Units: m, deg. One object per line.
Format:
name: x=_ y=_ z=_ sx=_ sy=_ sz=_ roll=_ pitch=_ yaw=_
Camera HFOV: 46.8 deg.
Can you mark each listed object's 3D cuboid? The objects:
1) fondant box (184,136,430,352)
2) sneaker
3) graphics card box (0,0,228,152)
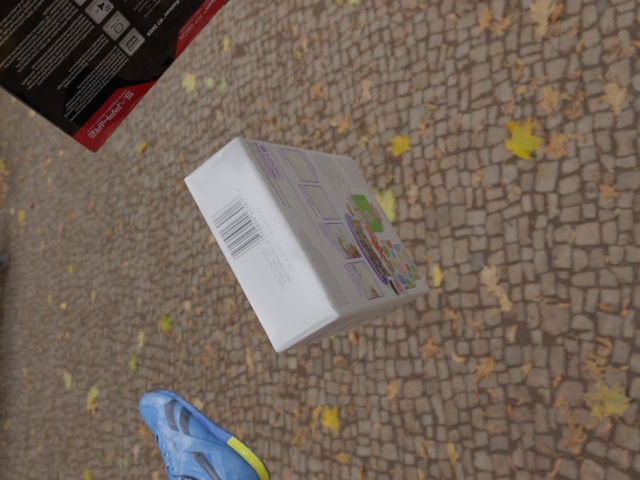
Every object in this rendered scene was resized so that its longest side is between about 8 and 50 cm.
fondant box: x=0.000 y=0.000 z=0.970 sx=0.096 sy=0.330 sz=0.238 roll=-35 pitch=77 yaw=24
sneaker: x=-0.153 y=0.236 z=0.828 sx=0.209 sy=0.082 sz=0.069 roll=24 pitch=142 yaw=37
graphics card box: x=-0.245 y=-0.253 z=0.625 sx=0.094 sy=0.371 sz=0.233 roll=40 pitch=89 yaw=24
